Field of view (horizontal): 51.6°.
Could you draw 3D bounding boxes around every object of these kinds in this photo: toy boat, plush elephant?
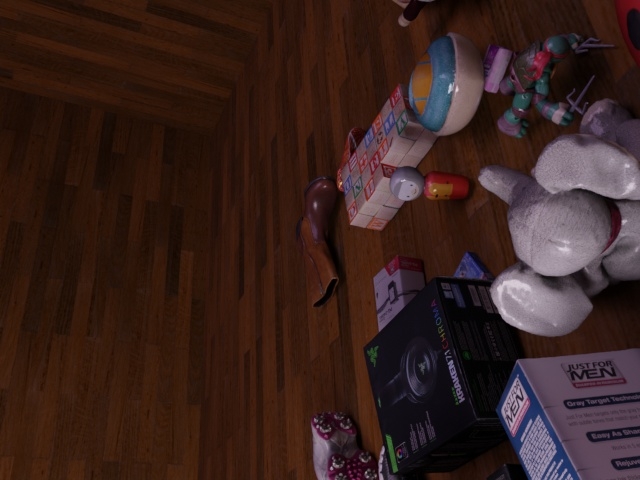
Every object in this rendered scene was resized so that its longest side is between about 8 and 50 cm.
[{"bbox_3d":[0.215,-0.231,1.260,0.267,0.148,0.318,-118,32,-87],"label":"toy boat"},{"bbox_3d":[0.317,-0.029,0.829,0.330,0.255,0.272,-118,44,-57],"label":"plush elephant"}]

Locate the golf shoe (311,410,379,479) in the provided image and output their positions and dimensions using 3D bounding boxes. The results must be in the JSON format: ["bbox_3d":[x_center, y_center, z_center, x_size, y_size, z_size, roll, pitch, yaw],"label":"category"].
[{"bbox_3d":[0.050,0.507,1.446,0.306,0.115,0.140,-118,33,-66],"label":"golf shoe"}]

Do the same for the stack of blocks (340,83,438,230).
[{"bbox_3d":[0.157,-0.182,1.507,0.297,0.087,0.171,124,148,-43],"label":"stack of blocks"}]

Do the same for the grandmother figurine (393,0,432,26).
[{"bbox_3d":[0.214,-0.570,1.433,0.342,0.104,0.208,-93,1,-67],"label":"grandmother figurine"}]

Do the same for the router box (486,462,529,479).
[{"bbox_3d":[0.301,0.343,0.797,0.046,0.179,0.133,-58,30,37],"label":"router box"}]

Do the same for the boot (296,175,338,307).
[{"bbox_3d":[0.000,0.000,1.792,0.280,0.096,0.264,-102,32,-42],"label":"boot"}]

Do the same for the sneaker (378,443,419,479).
[{"bbox_3d":[0.163,0.472,1.214,0.106,0.078,0.234,-30,54,55],"label":"sneaker"}]

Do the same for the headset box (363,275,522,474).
[{"bbox_3d":[0.202,0.238,1.126,0.283,0.131,0.246,126,142,-47],"label":"headset box"}]

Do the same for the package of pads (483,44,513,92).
[{"bbox_3d":[0.324,-0.322,1.244,0.050,0.032,0.083,52,127,59],"label":"package of pads"}]

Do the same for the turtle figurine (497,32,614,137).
[{"bbox_3d":[0.351,-0.259,1.035,0.175,0.118,0.234,-65,4,-16],"label":"turtle figurine"}]

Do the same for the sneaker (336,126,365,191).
[{"bbox_3d":[0.085,-0.212,1.752,0.067,0.064,0.175,-148,74,-87],"label":"sneaker"}]

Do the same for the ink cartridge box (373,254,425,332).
[{"bbox_3d":[0.167,0.124,1.374,0.109,0.063,0.150,130,144,-50],"label":"ink cartridge box"}]

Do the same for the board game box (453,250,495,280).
[{"bbox_3d":[0.271,0.081,1.201,0.090,0.020,0.090,-115,40,-55],"label":"board game box"}]

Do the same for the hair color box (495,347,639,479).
[{"bbox_3d":[0.344,0.284,0.711,0.347,0.174,0.105,-106,18,-48],"label":"hair color box"}]

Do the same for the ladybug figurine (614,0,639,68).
[{"bbox_3d":[0.462,-0.365,0.763,0.305,0.162,0.449,166,113,-65],"label":"ladybug figurine"}]
